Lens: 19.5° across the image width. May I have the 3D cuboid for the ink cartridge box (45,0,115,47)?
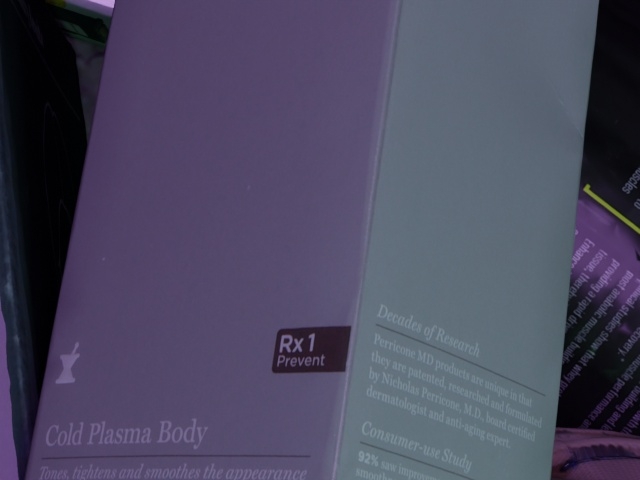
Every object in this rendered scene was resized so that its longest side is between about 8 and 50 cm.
[{"bbox_3d":[-0.109,-0.162,0.827,0.175,0.072,0.127,18,82,2],"label":"ink cartridge box"}]

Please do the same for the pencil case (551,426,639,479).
[{"bbox_3d":[0.051,0.256,0.646,0.183,0.160,0.410,35,118,18],"label":"pencil case"}]

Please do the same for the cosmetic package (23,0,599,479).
[{"bbox_3d":[0.000,0.000,0.550,0.127,0.107,0.238,-9,69,41],"label":"cosmetic package"}]

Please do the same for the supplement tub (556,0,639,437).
[{"bbox_3d":[0.118,0.022,0.741,0.338,0.207,0.207,38,84,4],"label":"supplement tub"}]

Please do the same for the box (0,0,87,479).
[{"bbox_3d":[-0.185,0.096,0.683,0.212,0.293,0.395,-7,83,-2],"label":"box"}]
